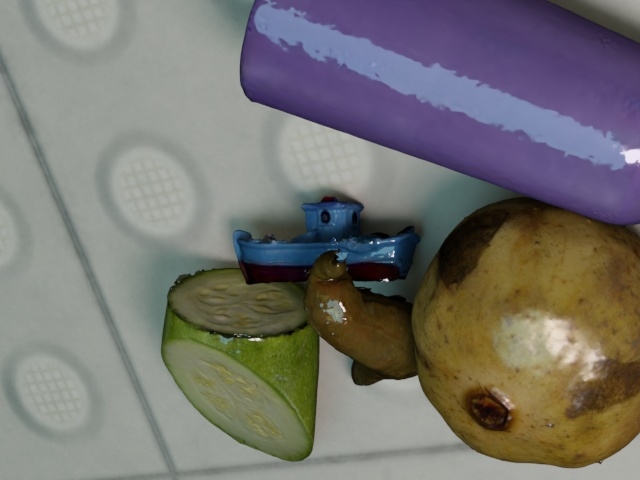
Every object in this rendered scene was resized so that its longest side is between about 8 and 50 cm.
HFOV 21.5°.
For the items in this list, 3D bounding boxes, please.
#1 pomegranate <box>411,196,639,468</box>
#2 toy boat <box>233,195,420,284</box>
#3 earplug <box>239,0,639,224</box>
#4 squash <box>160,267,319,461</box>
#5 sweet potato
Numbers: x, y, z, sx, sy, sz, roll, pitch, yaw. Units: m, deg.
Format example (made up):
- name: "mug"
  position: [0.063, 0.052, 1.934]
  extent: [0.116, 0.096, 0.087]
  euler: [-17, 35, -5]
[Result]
- name: "pomegranate"
  position: [0.224, 0.089, 1.693]
  extent: [0.281, 0.281, 0.281]
  euler: [12, 120, 22]
- name: "toy boat"
  position: [0.000, 0.000, 1.863]
  extent: [0.223, 0.100, 0.097]
  euler: [-1, 88, 27]
- name: "earplug"
  position: [0.162, -0.154, 1.635]
  extent: [0.456, 0.215, 0.215]
  euler: [24, 124, 11]
- name: "squash"
  position: [-0.094, 0.176, 1.944]
  extent: [0.189, 0.189, 0.260]
  euler: [17, 118, 19]
- name: "sweet potato"
  position: [0.064, 0.100, 1.813]
  extent: [0.124, 0.098, 0.310]
  euler: [15, 163, 21]
